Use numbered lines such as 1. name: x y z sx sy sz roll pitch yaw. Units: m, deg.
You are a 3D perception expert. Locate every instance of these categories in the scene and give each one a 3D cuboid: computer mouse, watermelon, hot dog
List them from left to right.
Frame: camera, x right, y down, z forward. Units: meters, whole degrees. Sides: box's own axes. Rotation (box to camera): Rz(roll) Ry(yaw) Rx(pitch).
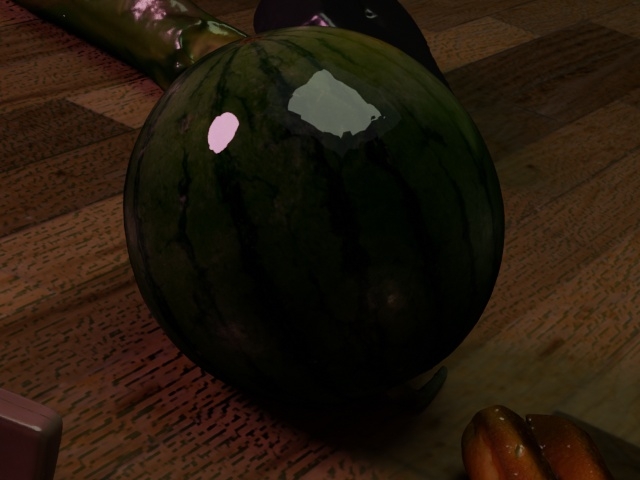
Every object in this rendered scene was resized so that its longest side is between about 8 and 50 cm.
1. watermelon: 0.000 0.000 0.829 0.188 0.215 0.188 -19 12 4
2. computer mouse: 0.015 -0.147 1.270 0.137 0.086 0.270 30 19 -21
3. hot dog: 0.108 0.127 0.752 0.071 0.045 0.165 6 24 -14

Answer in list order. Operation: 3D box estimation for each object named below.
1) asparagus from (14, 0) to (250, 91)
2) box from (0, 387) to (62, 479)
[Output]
1. asparagus: -0.153 -0.177 1.275 0.343 0.082 0.085 34 -6 38
2. box: -0.166 0.077 0.704 0.115 0.048 0.025 18 27 12
